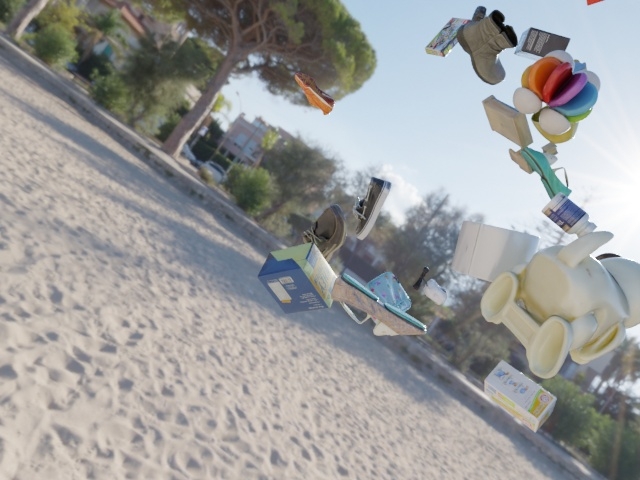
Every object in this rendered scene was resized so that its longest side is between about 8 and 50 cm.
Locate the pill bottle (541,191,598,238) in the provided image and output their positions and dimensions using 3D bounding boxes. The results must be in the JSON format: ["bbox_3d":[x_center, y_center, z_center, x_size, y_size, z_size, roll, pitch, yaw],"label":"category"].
[{"bbox_3d":[0.616,-0.057,1.149,0.120,0.067,0.067,46,2,18],"label":"pill bottle"}]

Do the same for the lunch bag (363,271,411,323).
[{"bbox_3d":[0.323,0.285,2.275,0.279,0.108,0.224,-19,70,-52],"label":"lunch bag"}]

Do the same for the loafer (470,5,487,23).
[{"bbox_3d":[0.578,-0.775,1.668,0.078,0.076,0.223,19,7,11],"label":"loafer"}]

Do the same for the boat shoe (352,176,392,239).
[{"bbox_3d":[0.189,-0.131,1.913,0.104,0.113,0.306,21,-43,-2],"label":"boat shoe"}]

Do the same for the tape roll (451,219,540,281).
[{"bbox_3d":[0.563,0.043,1.506,0.245,0.169,0.246,12,5,-1],"label":"tape roll"}]

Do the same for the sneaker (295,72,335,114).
[{"bbox_3d":[-0.029,-0.494,1.569,0.175,0.064,0.067,49,-43,3],"label":"sneaker"}]

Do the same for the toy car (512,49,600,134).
[{"bbox_3d":[0.552,-0.347,1.065,0.182,0.159,0.136,40,5,4],"label":"toy car"}]

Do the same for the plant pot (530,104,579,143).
[{"bbox_3d":[0.715,-0.348,1.394,0.095,0.134,0.134,59,-11,-23],"label":"plant pot"}]

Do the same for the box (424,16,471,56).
[{"bbox_3d":[0.591,-0.939,2.143,0.114,0.207,0.036,35,-8,44],"label":"box"}]

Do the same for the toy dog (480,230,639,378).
[{"bbox_3d":[0.701,0.138,1.237,0.407,0.396,0.284,1,23,-25],"label":"toy dog"}]

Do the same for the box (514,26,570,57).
[{"bbox_3d":[0.866,-0.761,1.825,0.158,0.093,0.156,20,20,6],"label":"box"}]

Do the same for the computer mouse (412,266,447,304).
[{"bbox_3d":[0.442,0.187,1.873,0.042,0.106,0.193,28,11,-28],"label":"computer mouse"}]

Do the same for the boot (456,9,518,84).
[{"bbox_3d":[0.545,-0.589,1.446,0.246,0.084,0.161,40,-11,-28],"label":"boot"}]

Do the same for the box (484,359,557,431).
[{"bbox_3d":[0.669,0.523,1.567,0.203,0.103,0.114,35,-22,39],"label":"box"}]

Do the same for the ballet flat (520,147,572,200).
[{"bbox_3d":[0.772,-0.237,1.570,0.247,0.087,0.083,49,13,-17],"label":"ballet flat"}]

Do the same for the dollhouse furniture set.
[{"bbox_3d":[0.792,-0.460,1.661,0.286,0.303,0.198,53,8,-35],"label":"dollhouse furniture set"}]

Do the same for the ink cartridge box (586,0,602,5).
[{"bbox_3d":[0.901,-0.872,1.411,0.188,0.233,0.066,-7,9,30],"label":"ink cartridge box"}]

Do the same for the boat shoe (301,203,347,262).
[{"bbox_3d":[0.000,0.000,1.839,0.132,0.130,0.356,57,-33,27],"label":"boat shoe"}]

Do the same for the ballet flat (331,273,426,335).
[{"bbox_3d":[0.169,0.225,1.429,0.315,0.106,0.107,33,6,10],"label":"ballet flat"}]

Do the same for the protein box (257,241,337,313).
[{"bbox_3d":[-0.076,0.139,1.663,0.199,0.136,0.201,-13,-55,31],"label":"protein box"}]
